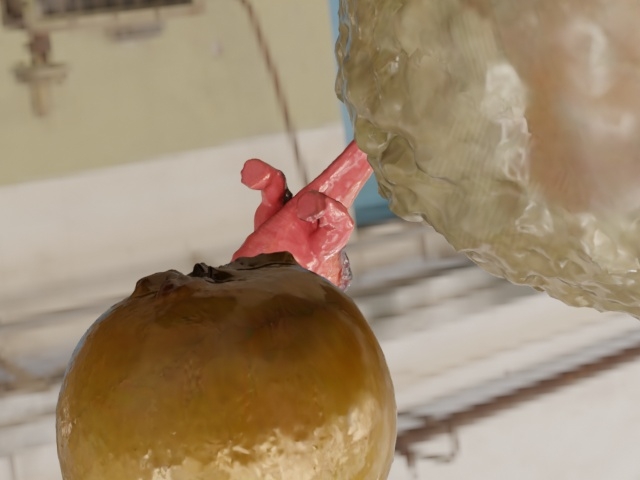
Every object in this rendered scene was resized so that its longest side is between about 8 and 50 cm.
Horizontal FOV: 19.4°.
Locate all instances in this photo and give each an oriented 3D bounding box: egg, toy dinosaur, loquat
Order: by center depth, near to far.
[{"bbox_3d":[0.129,-0.113,0.715,0.279,0.310,0.279,0,150,0],"label":"egg"},{"bbox_3d":[-0.036,0.074,0.744,0.141,0.141,0.141,-7,-174,1],"label":"loquat"},{"bbox_3d":[0.001,0.006,1.092,0.070,0.286,0.139,26,169,34],"label":"toy dinosaur"}]
